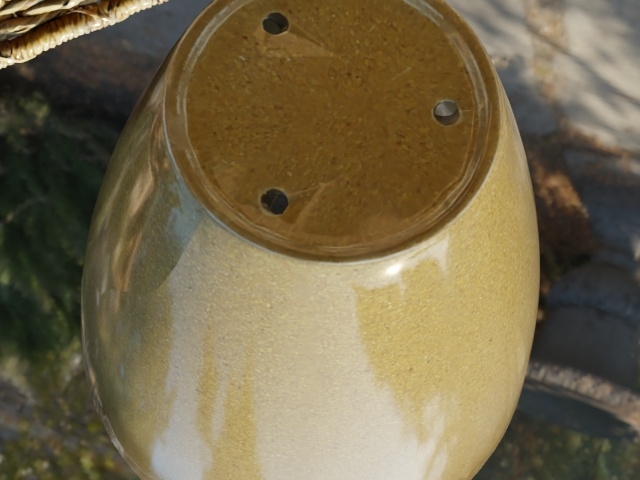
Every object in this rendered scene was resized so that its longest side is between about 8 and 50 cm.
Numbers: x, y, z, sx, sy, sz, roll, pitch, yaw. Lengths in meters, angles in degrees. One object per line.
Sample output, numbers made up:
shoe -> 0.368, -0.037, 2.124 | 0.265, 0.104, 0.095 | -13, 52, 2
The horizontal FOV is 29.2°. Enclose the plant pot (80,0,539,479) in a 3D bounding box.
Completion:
plant pot -> 0.000, 0.000, 0.534 | 0.237, 0.237, 0.254 | 23, 160, 5

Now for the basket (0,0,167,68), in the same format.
basket -> -0.139, -0.244, 0.809 | 0.213, 0.299, 0.223 | 34, 144, 65
